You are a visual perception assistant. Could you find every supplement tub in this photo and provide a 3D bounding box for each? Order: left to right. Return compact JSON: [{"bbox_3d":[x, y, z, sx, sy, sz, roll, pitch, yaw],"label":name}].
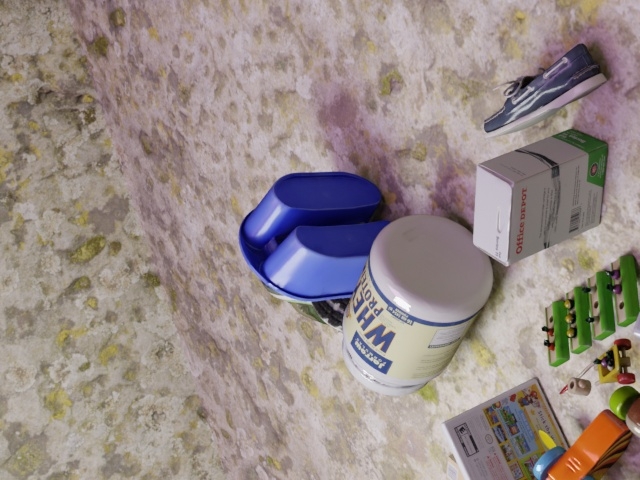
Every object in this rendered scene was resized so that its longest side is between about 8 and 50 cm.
[{"bbox_3d":[0.174,0.131,2.136,0.235,0.235,0.325,53,147,26],"label":"supplement tub"}]

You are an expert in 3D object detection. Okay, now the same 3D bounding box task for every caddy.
[{"bbox_3d":[0.000,0.000,2.258,0.179,0.341,0.241,-53,53,41],"label":"caddy"}]

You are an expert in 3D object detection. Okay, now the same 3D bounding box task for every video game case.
[{"bbox_3d":[0.355,0.397,2.038,0.227,0.206,0.026,66,163,6],"label":"video game case"}]

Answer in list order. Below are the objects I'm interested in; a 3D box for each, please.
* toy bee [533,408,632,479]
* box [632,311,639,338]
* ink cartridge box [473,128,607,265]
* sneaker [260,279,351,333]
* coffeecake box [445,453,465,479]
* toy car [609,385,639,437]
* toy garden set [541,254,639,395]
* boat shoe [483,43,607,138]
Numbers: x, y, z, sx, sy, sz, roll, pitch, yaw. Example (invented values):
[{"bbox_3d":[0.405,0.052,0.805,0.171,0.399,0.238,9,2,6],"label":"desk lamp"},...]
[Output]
[{"bbox_3d":[0.428,0.423,1.953,0.162,0.298,0.195,36,-151,-56],"label":"toy bee"},{"bbox_3d":[0.582,0.132,1.426,0.231,0.262,0.127,7,72,58],"label":"box"},{"bbox_3d":[0.345,-0.070,1.754,0.087,0.208,0.153,35,136,45],"label":"ink cartridge box"},{"bbox_3d":[0.047,0.144,2.508,0.410,0.158,0.182,28,162,47],"label":"sneaker"},{"bbox_3d":[0.330,0.446,2.129,0.068,0.185,0.142,37,137,44],"label":"coffeecake box"},{"bbox_3d":[0.561,0.224,1.701,0.155,0.148,0.189,45,120,56],"label":"toy car"},{"bbox_3d":[0.431,0.160,1.820,0.244,0.049,0.204,131,146,-57],"label":"toy garden set"},{"bbox_3d":[0.343,-0.232,1.771,0.254,0.095,0.079,-30,84,59],"label":"boat shoe"}]
